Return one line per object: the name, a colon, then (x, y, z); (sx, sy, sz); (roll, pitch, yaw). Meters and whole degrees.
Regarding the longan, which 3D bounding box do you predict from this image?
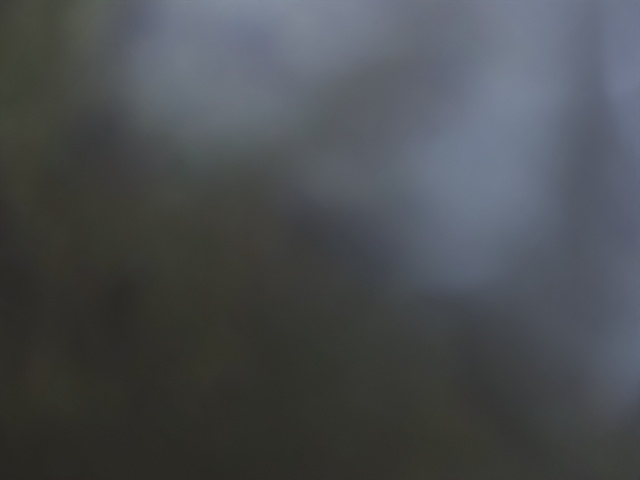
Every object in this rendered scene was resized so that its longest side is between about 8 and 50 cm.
longan: (0.000, 0.000, 0.542); (0.361, 0.361, 0.361); (32, -4, 3)
